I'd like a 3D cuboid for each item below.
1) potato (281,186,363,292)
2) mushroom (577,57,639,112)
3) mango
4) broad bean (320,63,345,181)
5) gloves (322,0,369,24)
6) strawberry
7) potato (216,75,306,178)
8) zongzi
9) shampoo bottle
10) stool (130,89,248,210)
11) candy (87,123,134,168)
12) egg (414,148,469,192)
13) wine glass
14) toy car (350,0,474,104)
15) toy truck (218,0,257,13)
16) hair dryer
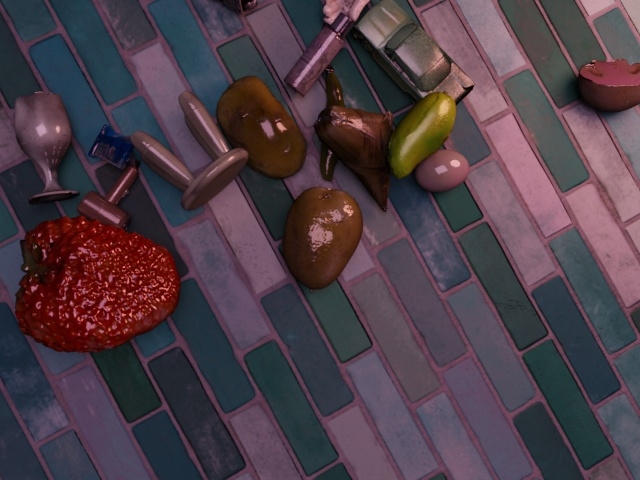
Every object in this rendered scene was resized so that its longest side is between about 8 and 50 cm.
[{"bbox_3d":[0.000,0.000,1.813,0.174,0.159,0.251,14,92,19],"label":"potato"},{"bbox_3d":[0.736,-0.383,1.958,0.188,0.141,0.117,1,118,-2],"label":"mushroom"},{"bbox_3d":[0.235,-0.246,1.832,0.125,0.111,0.233,35,84,-41],"label":"mango"},{"bbox_3d":[0.034,-0.289,1.900,0.060,0.043,0.297,3,83,1],"label":"broad bean"},{"bbox_3d":[0.086,-0.621,1.909,0.119,0.097,0.229,41,86,21],"label":"gloves"},{"bbox_3d":[-0.479,0.108,1.698,0.351,0.267,0.312,5,54,-22],"label":"strawberry"},{"bbox_3d":[-0.139,-0.272,1.845,0.160,0.111,0.271,-34,90,-11],"label":"potato"},{"bbox_3d":[0.079,-0.190,1.827,0.221,0.112,0.242,1,88,-44],"label":"zongzi"},{"bbox_3d":[-0.001,-0.450,1.875,0.072,0.072,0.214,38,95,-2],"label":"shampoo bottle"},{"bbox_3d":[-0.295,-0.201,1.776,0.195,0.195,0.198,-41,89,-8],"label":"stool"},{"bbox_3d":[-0.481,-0.220,1.810,0.136,0.038,0.088,20,77,35],"label":"candy"},{"bbox_3d":[0.294,-0.169,1.888,0.135,0.103,0.103,-13,86,-9],"label":"egg"},{"bbox_3d":[-0.624,-0.209,1.773,0.126,0.126,0.241,-9,88,-8],"label":"wine glass"},{"bbox_3d":[0.229,-0.453,1.910,0.141,0.097,0.320,-44,91,-9],"label":"toy car"},{"bbox_3d":[-0.194,-0.697,1.873,0.155,0.124,0.268,21,81,3],"label":"toy truck"},{"bbox_3d":[-0.469,-0.111,1.817,0.117,0.064,0.181,33,76,-4],"label":"hair dryer"}]
